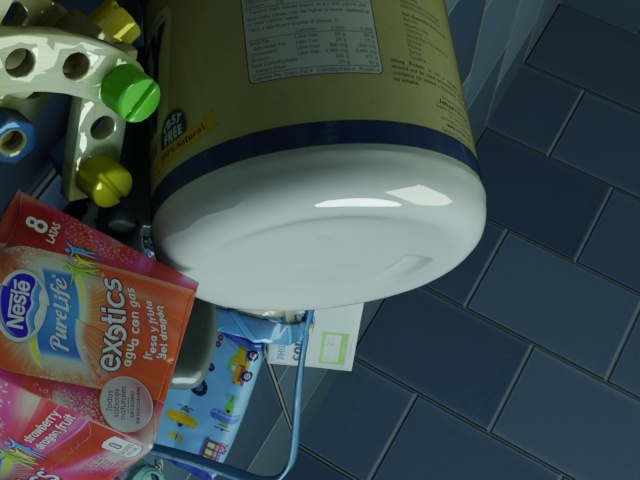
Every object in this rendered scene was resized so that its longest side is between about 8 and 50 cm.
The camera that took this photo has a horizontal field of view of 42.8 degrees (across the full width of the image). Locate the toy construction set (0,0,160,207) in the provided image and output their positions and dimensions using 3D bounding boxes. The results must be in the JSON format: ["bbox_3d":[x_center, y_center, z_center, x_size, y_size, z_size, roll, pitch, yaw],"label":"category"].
[{"bbox_3d":[-0.136,-0.188,0.439,0.215,0.151,0.327,18,94,-58],"label":"toy construction set"}]

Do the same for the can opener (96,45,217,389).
[{"bbox_3d":[-0.136,-0.018,0.655,0.074,0.093,0.280,-32,-123,55],"label":"can opener"}]

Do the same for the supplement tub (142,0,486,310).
[{"bbox_3d":[-0.015,-0.127,0.601,0.228,0.228,0.316,79,4,-69],"label":"supplement tub"}]

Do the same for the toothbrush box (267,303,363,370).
[{"bbox_3d":[0.000,0.000,1.107,0.283,0.122,0.206,-84,180,-46],"label":"toothbrush box"}]

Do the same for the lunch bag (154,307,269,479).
[{"bbox_3d":[-0.140,0.171,1.208,0.293,0.138,0.220,-50,162,-71],"label":"lunch bag"}]

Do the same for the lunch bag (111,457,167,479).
[{"bbox_3d":[-0.300,0.390,1.037,0.279,0.108,0.224,-57,165,-21],"label":"lunch bag"}]

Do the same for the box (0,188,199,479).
[{"bbox_3d":[-0.205,0.100,0.527,0.257,0.128,0.122,-40,-150,39],"label":"box"}]

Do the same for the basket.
[{"bbox_3d":[-0.129,0.065,0.770,0.201,0.255,0.288,-10,109,-79],"label":"basket"}]
